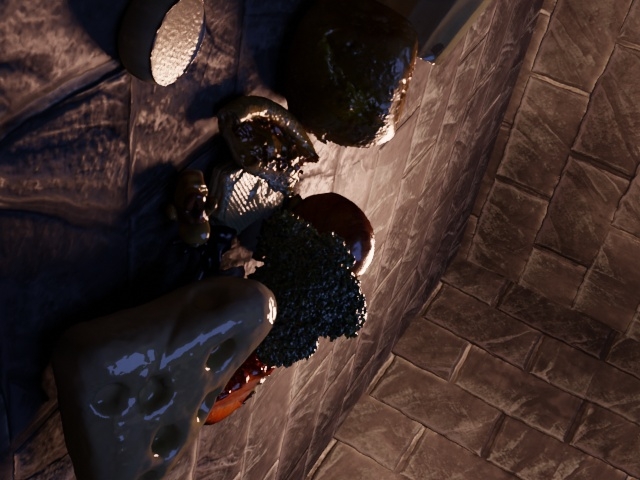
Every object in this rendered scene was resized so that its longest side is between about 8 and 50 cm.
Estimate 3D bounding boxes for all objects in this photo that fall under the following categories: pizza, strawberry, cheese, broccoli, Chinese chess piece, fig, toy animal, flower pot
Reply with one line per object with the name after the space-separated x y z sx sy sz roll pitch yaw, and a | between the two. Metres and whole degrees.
-0.075 -0.150 1.469 0.271 0.056 0.134 39 47 -54 | pizza
-0.197 0.280 1.813 0.228 0.098 0.174 -31 162 -43 | strawberry
-0.222 0.224 1.382 0.351 0.129 0.328 -20 131 -42 | cheese
-0.060 0.130 1.725 0.221 0.252 0.361 -19 152 -19 | broccoli
-0.182 -0.240 1.098 0.122 0.051 0.122 -57 165 -24 | Chinese chess piece
0.001 0.001 1.856 0.205 0.205 0.205 -56 163 -27 | fig
-0.212 0.123 1.508 0.195 0.090 0.324 21 93 -60 | toy animal
0.204 -0.458 1.655 0.259 0.290 0.290 -58 167 18 | flower pot

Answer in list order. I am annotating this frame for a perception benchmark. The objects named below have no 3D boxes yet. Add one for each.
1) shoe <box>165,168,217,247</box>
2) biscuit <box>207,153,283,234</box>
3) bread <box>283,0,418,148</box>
-0.187 -0.045 1.364 0.069 0.072 0.109 -108 -146 -52 | shoe
-0.112 -0.091 1.560 0.252 0.052 0.150 -39 151 -57 | biscuit
0.044 -0.254 1.543 0.246 0.195 0.176 98 19 -47 | bread
